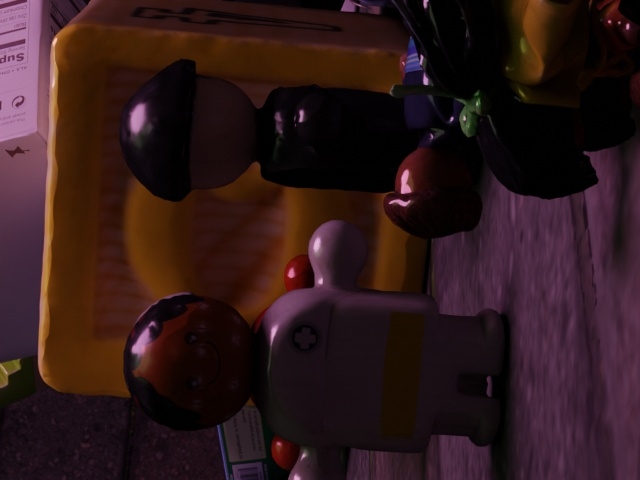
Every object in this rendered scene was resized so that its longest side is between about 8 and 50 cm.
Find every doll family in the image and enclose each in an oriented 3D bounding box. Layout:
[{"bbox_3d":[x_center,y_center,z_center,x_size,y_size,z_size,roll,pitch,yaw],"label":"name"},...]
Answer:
[{"bbox_3d":[0.051,-0.056,0.366,0.193,0.076,0.111,16,-106,-89],"label":"doll family"}]

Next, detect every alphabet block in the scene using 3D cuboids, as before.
[{"bbox_3d":[-0.045,-0.029,0.852,0.197,0.193,0.192,-100,13,-75],"label":"alphabet block"}]

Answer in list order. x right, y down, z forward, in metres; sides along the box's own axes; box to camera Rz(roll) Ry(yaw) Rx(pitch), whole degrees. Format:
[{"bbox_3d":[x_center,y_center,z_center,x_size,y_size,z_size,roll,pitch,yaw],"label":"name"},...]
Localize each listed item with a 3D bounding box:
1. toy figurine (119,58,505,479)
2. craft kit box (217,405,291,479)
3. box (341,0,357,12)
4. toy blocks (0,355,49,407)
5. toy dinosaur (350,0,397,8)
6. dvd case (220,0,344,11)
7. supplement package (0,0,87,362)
[{"bbox_3d":[-0.016,0.050,0.646,0.209,0.148,0.213,-90,6,-47],"label":"toy figurine"},{"bbox_3d":[-0.058,0.012,1.142,0.246,0.061,0.250,-99,3,-46],"label":"craft kit box"},{"bbox_3d":[0.013,-0.234,1.374,0.145,0.038,0.186,-96,9,-70],"label":"box"},{"bbox_3d":[-0.145,-0.044,1.330,0.191,0.381,0.261,44,144,38],"label":"toy blocks"},{"bbox_3d":[0.017,-0.136,0.844,0.090,0.082,0.047,101,172,-67],"label":"toy dinosaur"},{"bbox_3d":[-0.017,-0.206,0.997,0.238,0.030,0.179,61,-129,-67],"label":"dvd case"},{"bbox_3d":[-0.221,-0.042,1.065,0.262,0.204,0.145,56,-155,-55],"label":"supplement package"}]
